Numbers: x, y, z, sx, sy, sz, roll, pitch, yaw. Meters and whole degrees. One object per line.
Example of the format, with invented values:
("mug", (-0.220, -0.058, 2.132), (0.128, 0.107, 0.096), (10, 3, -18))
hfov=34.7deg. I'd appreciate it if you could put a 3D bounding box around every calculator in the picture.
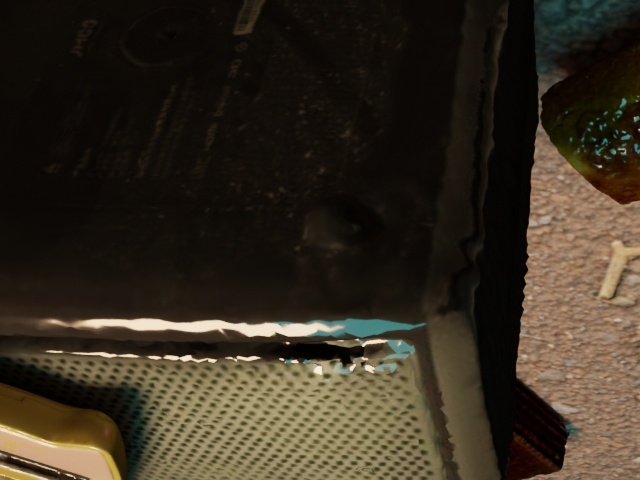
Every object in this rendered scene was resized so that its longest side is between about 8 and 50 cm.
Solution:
("calculator", (-0.191, 0.129, 0.600), (0.157, 0.033, 0.236), (20, 146, -9))

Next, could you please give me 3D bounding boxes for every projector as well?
("projector", (-0.066, -0.051, 0.680), (0.405, 0.395, 0.242), (1, 140, 16))

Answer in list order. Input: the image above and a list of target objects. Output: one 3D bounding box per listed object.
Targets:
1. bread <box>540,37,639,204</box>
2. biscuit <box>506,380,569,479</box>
("bread", (0.269, -0.104, 0.761), (0.132, 0.103, 0.172), (35, 137, -26))
("biscuit", (0.133, 0.162, 1.154), (0.107, 0.073, 0.388), (-23, 130, 38))
